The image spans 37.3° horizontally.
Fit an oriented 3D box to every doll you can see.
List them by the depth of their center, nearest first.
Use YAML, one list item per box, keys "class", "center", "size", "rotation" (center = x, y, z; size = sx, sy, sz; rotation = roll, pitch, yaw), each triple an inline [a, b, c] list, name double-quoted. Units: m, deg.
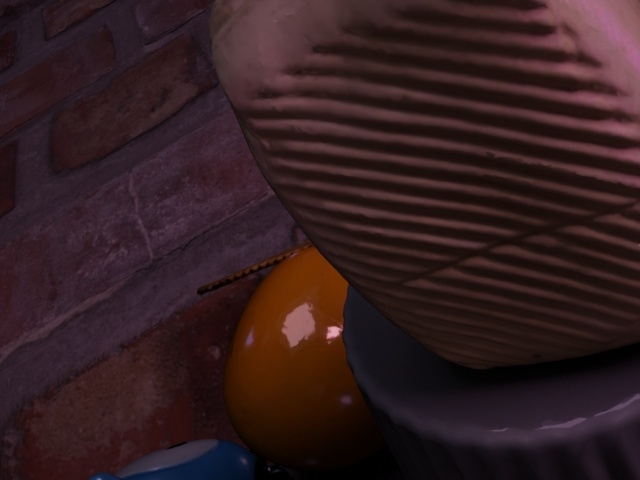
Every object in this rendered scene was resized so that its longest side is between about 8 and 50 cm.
- class: "doll"
  center: [0.034, 0.117, 0.874]
  size: [0.236, 0.213, 0.213]
  rotation: [20, 48, 1]

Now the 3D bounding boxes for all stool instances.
- class: "stool"
  center: [0.192, 0.118, 0.605]
  size: [0.297, 0.330, 0.297]
  rotation: [-21, 35, 16]

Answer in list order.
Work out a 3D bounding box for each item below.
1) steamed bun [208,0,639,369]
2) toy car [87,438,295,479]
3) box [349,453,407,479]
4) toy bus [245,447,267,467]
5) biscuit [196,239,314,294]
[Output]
- class: "steamed bun"
  center: [0.072, -0.061, 0.423]
  size: [0.170, 0.238, 0.152]
  rotation: [-20, 34, 29]
- class: "toy car"
  center: [-0.130, 0.271, 0.776]
  size: [0.189, 0.190, 0.255]
  rotation: [-23, 37, 25]
- class: "box"
  center: [0.048, 0.254, 0.820]
  size: [0.126, 0.027, 0.125]
  rotation: [-39, 32, -8]
- class: "toy bus"
  center: [-0.103, 0.239, 0.938]
  size: [0.110, 0.043, 0.031]
  rotation: [-23, 32, 17]
- class: "biscuit"
  center: [0.000, 0.000, 1.060]
  size: [0.237, 0.013, 0.232]
  rotation: [-21, 2, 44]
